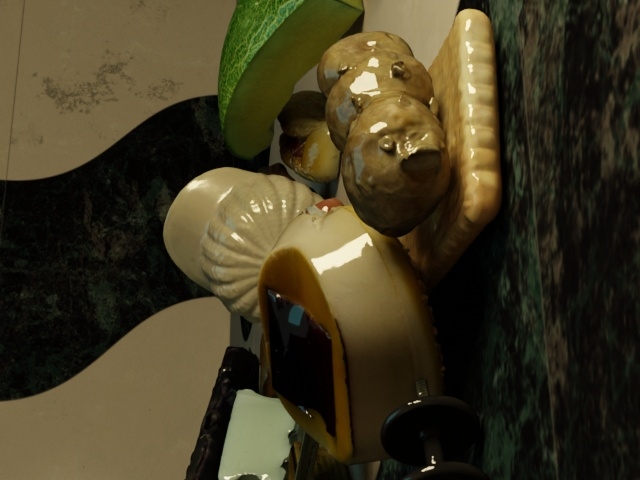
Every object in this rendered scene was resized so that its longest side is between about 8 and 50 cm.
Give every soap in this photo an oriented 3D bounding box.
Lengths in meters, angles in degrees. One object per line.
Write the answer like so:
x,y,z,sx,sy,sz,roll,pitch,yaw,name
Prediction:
-0.071,0.317,1.534,0.261,0.094,0.150,90,-168,-45,soap

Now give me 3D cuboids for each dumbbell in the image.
0.077,0.149,0.809,0.147,0.069,0.069,-98,13,-49,dumbbell

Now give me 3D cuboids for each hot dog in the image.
-0.021,-0.141,1.622,0.242,0.073,0.084,-107,16,-69,hot dog

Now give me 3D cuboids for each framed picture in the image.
0.013,0.120,1.259,0.217,0.017,0.274,101,-176,-46,framed picture

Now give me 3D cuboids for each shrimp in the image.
-0.063,0.173,1.794,0.152,0.062,0.287,-79,-3,-58,shrimp

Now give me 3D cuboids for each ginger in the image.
0.042,-0.088,0.872,0.204,0.080,0.104,-100,9,-49,ginger

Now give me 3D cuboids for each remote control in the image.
-0.134,0.294,1.626,0.399,0.062,0.145,-77,-9,-59,remote control

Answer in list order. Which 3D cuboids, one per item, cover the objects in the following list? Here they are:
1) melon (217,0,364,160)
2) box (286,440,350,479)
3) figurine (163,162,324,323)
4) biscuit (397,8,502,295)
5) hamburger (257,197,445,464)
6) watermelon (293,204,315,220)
-0.063,-0.229,1.497,0.323,0.124,0.196,-55,19,37,melon
-0.001,0.338,1.307,0.240,0.071,0.159,-112,29,-74,box
-0.045,-0.005,1.544,0.332,0.204,0.185,-19,-67,-67,figurine
0.091,-0.050,0.915,0.250,0.030,0.160,113,158,-68,biscuit
0.028,0.071,0.935,0.173,0.116,0.210,32,138,49,hamburger
0.000,0.000,1.354,0.111,0.078,0.078,-45,-28,-47,watermelon
